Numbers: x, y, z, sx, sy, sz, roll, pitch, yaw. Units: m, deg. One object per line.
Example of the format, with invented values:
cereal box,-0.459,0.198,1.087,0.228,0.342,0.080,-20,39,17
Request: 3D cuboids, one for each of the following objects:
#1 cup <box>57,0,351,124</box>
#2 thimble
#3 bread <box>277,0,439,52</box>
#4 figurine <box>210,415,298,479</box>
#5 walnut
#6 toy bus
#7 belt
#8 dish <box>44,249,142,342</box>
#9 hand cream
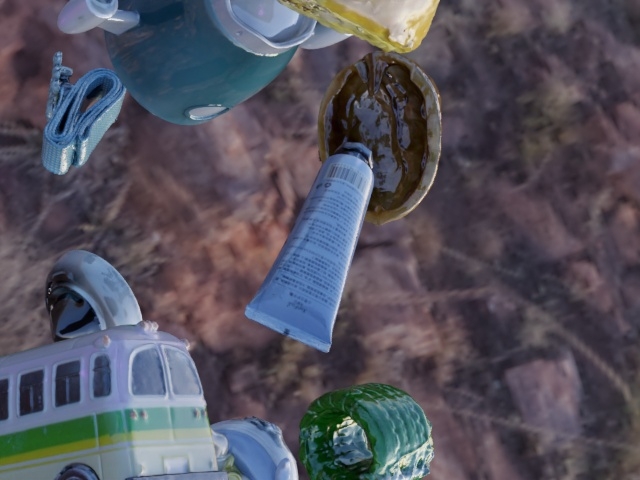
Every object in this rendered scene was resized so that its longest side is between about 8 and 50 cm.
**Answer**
cup,-0.090,-0.208,1.436,0.299,0.173,0.168,-2,80,-37
thimble,0.046,0.201,1.566,0.090,0.130,0.118,-8,117,-41
bread,0.054,-0.360,1.254,0.236,0.165,0.375,23,93,-11
figurine,-0.116,0.303,1.973,0.208,0.128,0.184,39,78,-4
walnut,0.084,-0.124,1.918,0.087,0.167,0.211,-1,90,-62
toy bus,-0.252,0.188,1.456,0.143,0.305,0.179,6,71,-55
belt,-0.296,-0.148,1.839,0.100,0.065,0.179,18,36,1
dish,-0.282,0.090,1.801,0.078,0.141,0.141,-35,98,-43
hand cream,0.000,0.000,1.600,0.091,0.058,0.271,26,47,-6
